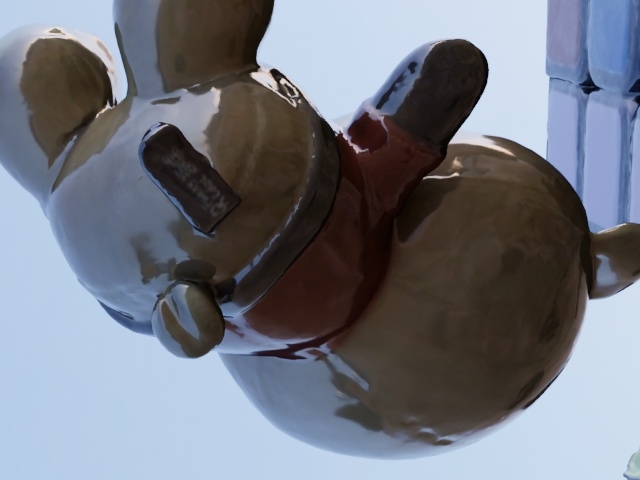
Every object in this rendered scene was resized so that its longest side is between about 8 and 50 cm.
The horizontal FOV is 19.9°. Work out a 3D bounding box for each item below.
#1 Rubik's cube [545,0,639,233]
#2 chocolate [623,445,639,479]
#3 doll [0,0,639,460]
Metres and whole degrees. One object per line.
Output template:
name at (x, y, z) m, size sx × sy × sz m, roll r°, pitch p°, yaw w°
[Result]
Rubik's cube at (0.362, -0.155, 1.260) m, size 0.362 × 0.363 × 0.359 m, roll -136°, pitch 45°, yaw -74°
chocolate at (0.369, 0.307, 1.596) m, size 0.110 × 0.110 × 0.291 m, roll -41°, pitch -73°, yaw -54°
doll at (0.000, 0.000, 0.849) m, size 0.330 × 0.235 × 0.174 m, roll 28°, pitch -140°, yaw -42°
